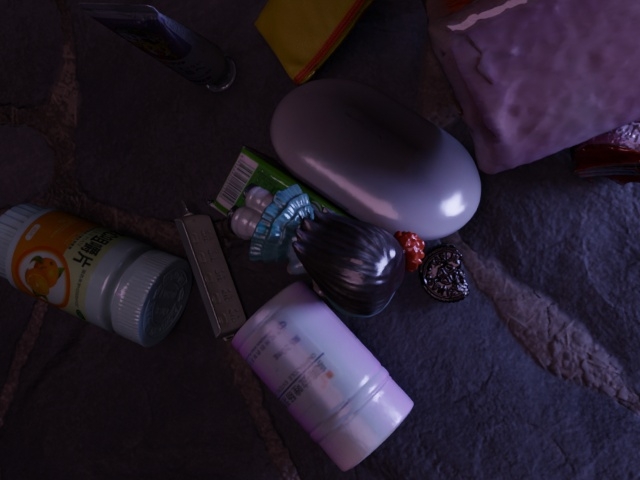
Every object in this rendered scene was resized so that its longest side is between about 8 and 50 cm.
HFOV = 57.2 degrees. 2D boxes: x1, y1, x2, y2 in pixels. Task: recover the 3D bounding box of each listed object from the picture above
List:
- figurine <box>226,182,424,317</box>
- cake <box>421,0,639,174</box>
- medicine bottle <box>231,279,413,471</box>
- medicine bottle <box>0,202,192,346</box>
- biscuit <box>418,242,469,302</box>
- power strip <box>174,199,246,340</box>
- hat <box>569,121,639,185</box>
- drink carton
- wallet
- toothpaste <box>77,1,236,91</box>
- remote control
[{"bbox_3d":[0.000,0.000,0.752,0.246,0.110,0.138,28,73,20],"label":"figurine"},{"bbox_3d":[0.296,-0.260,0.724,0.309,0.237,0.230,-18,129,15],"label":"cake"},{"bbox_3d":[0.002,0.201,0.889,0.152,0.152,0.254,-45,78,11],"label":"medicine bottle"},{"bbox_3d":[-0.394,0.050,0.996,0.318,0.158,0.158,20,95,15],"label":"medicine bottle"},{"bbox_3d":[0.194,0.051,0.901,0.089,0.027,0.087,32,99,14],"label":"biscuit"},{"bbox_3d":[-0.188,0.045,0.990,0.027,0.060,0.252,-25,83,41],"label":"power strip"},{"bbox_3d":[0.430,-0.183,0.797,0.129,0.140,0.227,21,83,-5],"label":"hat"},{"bbox_3d":[-0.021,-0.025,0.895,0.271,0.161,0.108,35,99,15],"label":"drink carton"},{"bbox_3d":[0.000,-0.356,0.885,0.141,0.067,0.241,57,140,5],"label":"wallet"},{"bbox_3d":[-0.217,-0.290,0.875,0.114,0.299,0.073,11,93,16],"label":"toothpaste"},{"bbox_3d":[0.080,-0.126,0.861,0.332,0.103,0.221,36,55,12],"label":"remote control"}]
